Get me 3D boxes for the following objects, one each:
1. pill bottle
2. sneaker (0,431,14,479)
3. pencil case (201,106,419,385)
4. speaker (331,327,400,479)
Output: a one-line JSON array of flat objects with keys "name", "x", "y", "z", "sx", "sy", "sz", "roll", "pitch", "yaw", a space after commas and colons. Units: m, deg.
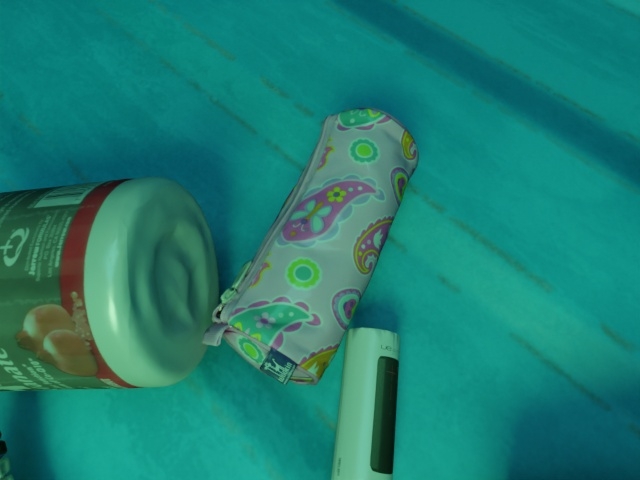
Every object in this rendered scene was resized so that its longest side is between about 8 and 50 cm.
[{"name": "pill bottle", "x": -0.270, "y": 0.044, "z": 0.412, "sx": 0.318, "sy": 0.176, "sz": 0.177, "roll": -5, "pitch": 65, "yaw": 11}, {"name": "sneaker", "x": -0.297, "y": 0.219, "z": 0.372, "sx": 0.082, "sy": 0.071, "sz": 0.191, "roll": -24, "pitch": 97, "yaw": 4}, {"name": "pencil case", "x": 0.000, "y": 0.000, "z": 0.458, "sx": 0.124, "sy": 0.124, "sz": 0.284, "roll": 23, "pitch": 68, "yaw": 13}, {"name": "speaker", "x": 0.043, "y": 0.152, "z": 0.424, "sx": 0.055, "sy": 0.055, "sz": 0.136, "roll": 6, "pitch": 65, "yaw": 6}]
